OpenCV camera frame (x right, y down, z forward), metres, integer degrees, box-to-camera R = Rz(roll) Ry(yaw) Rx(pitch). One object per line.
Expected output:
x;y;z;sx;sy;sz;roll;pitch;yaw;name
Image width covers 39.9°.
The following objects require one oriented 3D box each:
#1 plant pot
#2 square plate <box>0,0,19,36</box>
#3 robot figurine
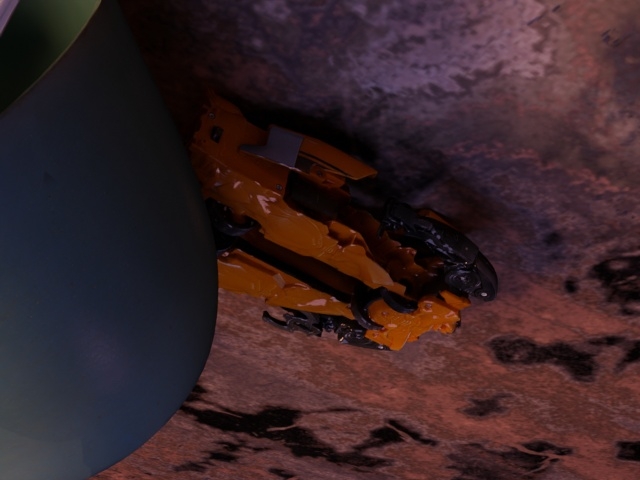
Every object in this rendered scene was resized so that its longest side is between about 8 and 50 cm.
-0.199;0.012;0.538;0.293;0.293;0.235;-8;130;25;plant pot
-0.239;-0.203;0.281;0.347;0.344;0.049;30;176;-29;square plate
0.000;0.000;0.709;0.291;0.085;0.211;26;144;-24;robot figurine
